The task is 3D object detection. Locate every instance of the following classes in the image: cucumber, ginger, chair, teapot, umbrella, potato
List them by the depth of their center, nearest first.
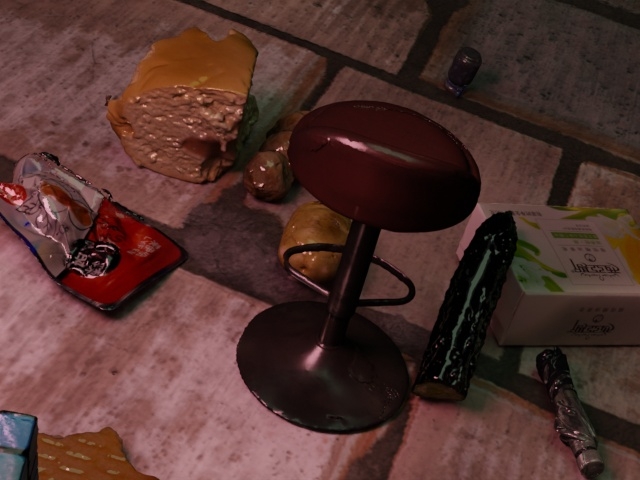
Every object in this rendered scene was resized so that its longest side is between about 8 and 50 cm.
[{"bbox_3d":[0.046,0.008,1.216,0.227,0.401,0.226,10,39,-8],"label":"chair"},{"bbox_3d":[0.310,0.216,1.350,0.050,0.046,0.188,-8,43,-2],"label":"umbrella"},{"bbox_3d":[0.193,0.073,1.372,0.072,0.072,0.300,21,62,5],"label":"cucumber"},{"bbox_3d":[0.000,0.000,1.467,0.107,0.080,0.170,13,32,12],"label":"potato"},{"bbox_3d":[-0.053,-0.128,1.613,0.104,0.080,0.204,-7,30,23],"label":"ginger"},{"bbox_3d":[0.264,-0.305,1.951,0.049,0.083,0.063,-15,55,-32],"label":"teapot"}]

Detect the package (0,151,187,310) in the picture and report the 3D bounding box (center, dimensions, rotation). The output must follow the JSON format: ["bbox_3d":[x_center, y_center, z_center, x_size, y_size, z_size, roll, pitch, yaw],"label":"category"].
[{"bbox_3d":[-0.323,-0.018,1.391,0.269,0.071,0.194,38,43,6],"label":"package"}]

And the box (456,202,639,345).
[{"bbox_3d":[0.350,0.047,1.520,0.260,0.111,0.194,3,40,-21],"label":"box"}]

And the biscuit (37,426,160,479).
[{"bbox_3d":[-0.294,0.236,1.104,0.229,0.031,0.176,31,39,19],"label":"biscuit"}]

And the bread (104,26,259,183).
[{"bbox_3d":[-0.203,-0.210,1.583,0.211,0.183,0.224,10,36,0],"label":"bread"}]

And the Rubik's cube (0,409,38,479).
[{"bbox_3d":[-0.341,0.241,0.949,0.151,0.155,0.154,10,54,-6],"label":"Rubik's cube"}]
